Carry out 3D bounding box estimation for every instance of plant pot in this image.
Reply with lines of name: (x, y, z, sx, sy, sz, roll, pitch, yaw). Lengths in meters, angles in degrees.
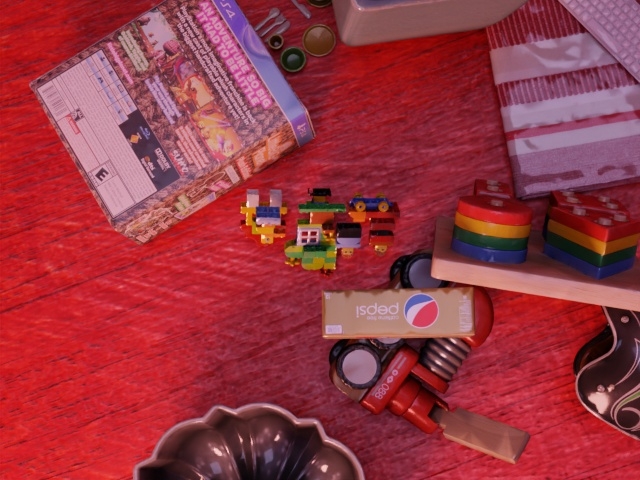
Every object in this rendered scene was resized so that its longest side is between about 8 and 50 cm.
plant pot: (0.112, -0.372, 1.320, 0.247, 0.252, 0.247, -10, 81, -11)

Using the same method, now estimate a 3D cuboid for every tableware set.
tableware set: (-0.011, -0.312, 1.445, 0.154, 0.024, 0.104, -39, 81, -3)

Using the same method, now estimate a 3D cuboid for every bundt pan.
bundt pan: (-0.084, 0.369, 1.302, 0.331, 0.124, 0.330, -1, 81, 3)

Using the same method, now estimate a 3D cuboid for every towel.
towel: (0.355, -0.230, 1.402, 0.237, 0.037, 0.329, -9, 81, 3)

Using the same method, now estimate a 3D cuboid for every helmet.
helmet: (0.398, 0.148, 1.281, 0.169, 0.169, 0.161, 34, 101, 8)

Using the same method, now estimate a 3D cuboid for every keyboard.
keyboard: (0.430, -0.258, 1.374, 0.072, 0.014, 0.256, -41, 80, -2)

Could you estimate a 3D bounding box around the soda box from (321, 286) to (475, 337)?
soda box: (0.093, 0.088, 1.235, 0.181, 0.061, 0.058, 0, 82, 3)

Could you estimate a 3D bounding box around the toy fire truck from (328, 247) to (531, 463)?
toy fire truck: (0.162, 0.157, 1.313, 0.246, 0.158, 0.217, 37, 85, -4)

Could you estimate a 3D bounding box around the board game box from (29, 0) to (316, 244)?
board game box: (-0.191, -0.172, 1.378, 0.291, 0.141, 0.232, -31, 81, -1)

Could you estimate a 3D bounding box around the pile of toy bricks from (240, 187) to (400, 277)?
pile of toy bricks: (0.000, 0.000, 1.372, 0.212, 0.118, 0.105, 0, 121, -6)

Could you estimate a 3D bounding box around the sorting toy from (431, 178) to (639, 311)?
sorting toy: (0.271, -0.007, 1.256, 0.257, 0.255, 0.089, 9, 104, 5)
